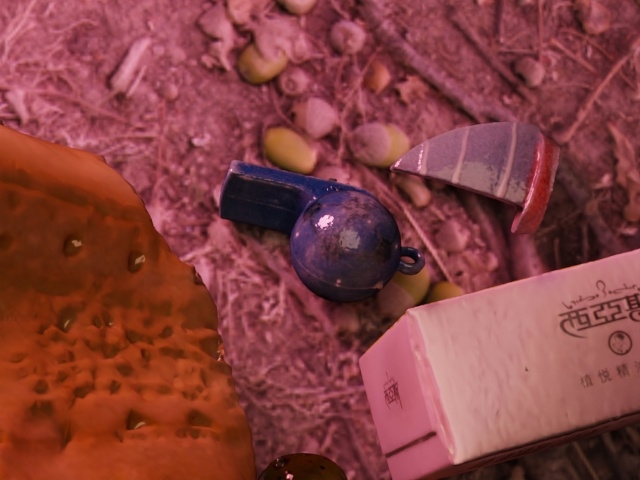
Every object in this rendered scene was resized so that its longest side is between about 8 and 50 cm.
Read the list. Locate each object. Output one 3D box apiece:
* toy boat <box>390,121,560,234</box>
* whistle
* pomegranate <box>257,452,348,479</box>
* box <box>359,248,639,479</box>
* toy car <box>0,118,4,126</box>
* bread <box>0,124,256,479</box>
[{"bbox_3d":[0.120,-0.061,0.999,0.122,0.034,0.096,19,68,-1],"label":"toy boat"},{"bbox_3d":[0.000,0.000,0.940,0.158,0.090,0.090,12,74,-4],"label":"whistle"},{"bbox_3d":[-0.007,0.187,0.903,0.084,0.073,0.073,37,69,-36],"label":"pomegranate"},{"bbox_3d":[0.172,0.083,0.883,0.260,0.194,0.111,-16,78,-12],"label":"box"},{"bbox_3d":[-0.328,-0.126,0.922,0.124,0.101,0.256,-34,83,-11],"label":"toy car"},{"bbox_3d":[-0.261,0.100,0.730,0.394,0.250,0.361,12,50,-49],"label":"bread"}]
